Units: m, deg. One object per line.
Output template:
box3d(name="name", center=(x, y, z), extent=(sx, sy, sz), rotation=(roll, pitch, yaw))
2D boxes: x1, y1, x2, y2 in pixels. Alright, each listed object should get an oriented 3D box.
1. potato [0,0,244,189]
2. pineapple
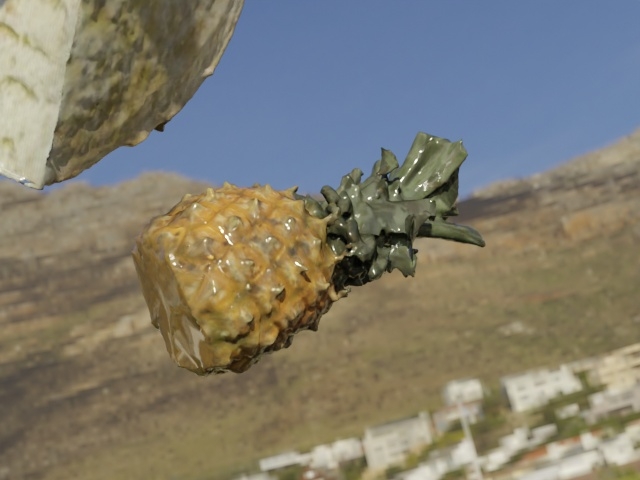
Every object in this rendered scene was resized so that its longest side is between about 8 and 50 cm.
box3d(name="potato", center=(-0.225, -0.185, 1.280), extent=(0.189, 0.211, 0.264), rotation=(22, 21, 27))
box3d(name="pineapple", center=(-0.001, 0.000, 0.973), extent=(0.248, 0.128, 0.128), rotation=(-22, -13, -28))
